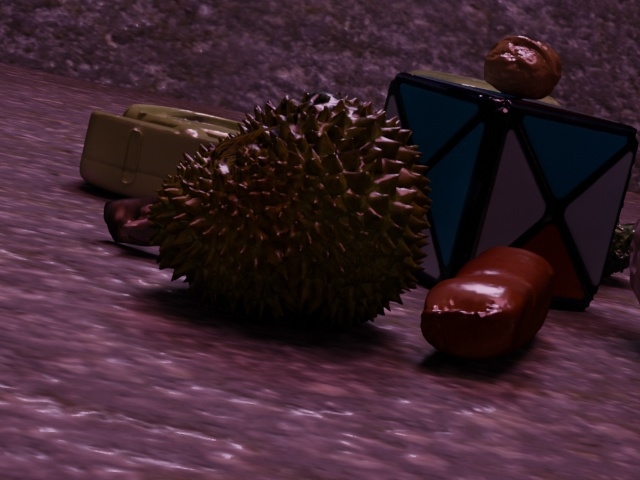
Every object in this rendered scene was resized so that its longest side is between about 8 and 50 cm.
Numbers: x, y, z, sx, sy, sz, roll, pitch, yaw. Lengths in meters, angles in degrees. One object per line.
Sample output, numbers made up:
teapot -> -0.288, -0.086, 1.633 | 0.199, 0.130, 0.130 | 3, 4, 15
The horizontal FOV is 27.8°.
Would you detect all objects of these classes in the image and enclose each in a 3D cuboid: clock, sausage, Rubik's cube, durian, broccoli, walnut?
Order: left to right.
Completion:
clock -> -0.172, -0.117, 1.852 | 0.286, 0.117, 0.348 | 13, 9, 2
durian -> -0.014, -0.033, 1.236 | 0.291, 0.224, 0.291 | 10, 15, -3
Rubik's cube -> 0.221, -0.065, 1.663 | 0.250, 0.246, 0.248 | 7, 11, -33
sausage -> 0.178, 0.066, 1.314 | 0.097, 0.094, 0.348 | 1, 8, 17
walnut -> 0.249, -0.211, 1.586 | 0.096, 0.082, 0.079 | 21, 40, 35
broccoli -> 0.412, -0.021, 1.946 | 0.154, 0.160, 0.167 | -16, -2, 44

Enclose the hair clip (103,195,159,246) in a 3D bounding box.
hair clip -> -0.090, -0.033, 1.405 | 0.301, 0.173, 0.069 | -9, 10, 0

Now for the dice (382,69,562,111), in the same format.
dice -> 0.249, -0.148, 2.182 | 0.254, 0.249, 0.252 | 6, 11, -33

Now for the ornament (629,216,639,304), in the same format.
ornament -> 0.475, 0.034, 1.458 | 0.259, 0.225, 0.259 | 40, 0, 0
